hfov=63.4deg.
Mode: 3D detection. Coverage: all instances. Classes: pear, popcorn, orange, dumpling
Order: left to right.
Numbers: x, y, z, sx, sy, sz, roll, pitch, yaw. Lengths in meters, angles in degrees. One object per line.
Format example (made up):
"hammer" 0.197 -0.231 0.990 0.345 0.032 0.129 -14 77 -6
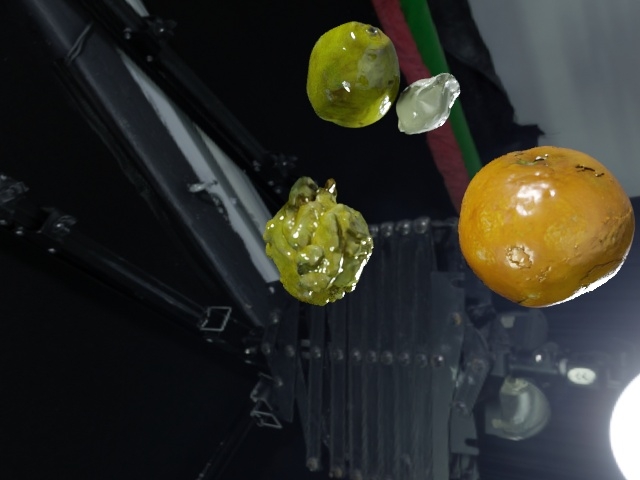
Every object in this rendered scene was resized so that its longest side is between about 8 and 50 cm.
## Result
"popcorn" 0.000 0.000 1.076 0.192 0.233 0.266 -6 -82 -39
"pear" 0.090 -0.453 1.442 0.269 0.321 0.269 10 -117 -20
"dumpling" 0.327 -0.406 1.549 0.258 0.193 0.147 92 159 -66
"orange" 0.336 -0.018 0.789 0.246 0.246 0.246 9 -102 -50
